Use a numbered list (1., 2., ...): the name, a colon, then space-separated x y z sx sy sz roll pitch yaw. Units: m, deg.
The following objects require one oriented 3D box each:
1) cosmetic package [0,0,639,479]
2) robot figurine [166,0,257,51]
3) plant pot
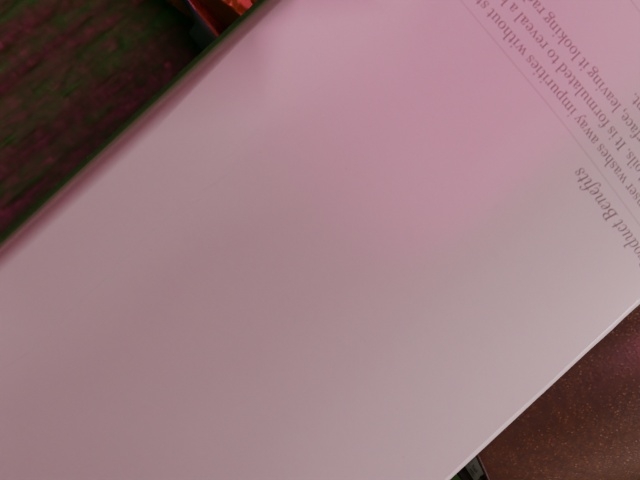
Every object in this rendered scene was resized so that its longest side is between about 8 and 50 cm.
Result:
1. cosmetic package: 0.000 0.000 0.419 0.385 0.156 0.217 -41 105 1
2. robot figurine: 0.040 -0.136 0.543 0.291 0.085 0.211 37 74 -17
3. plant pot: 0.177 0.065 0.543 0.230 0.215 0.215 -28 98 -9
